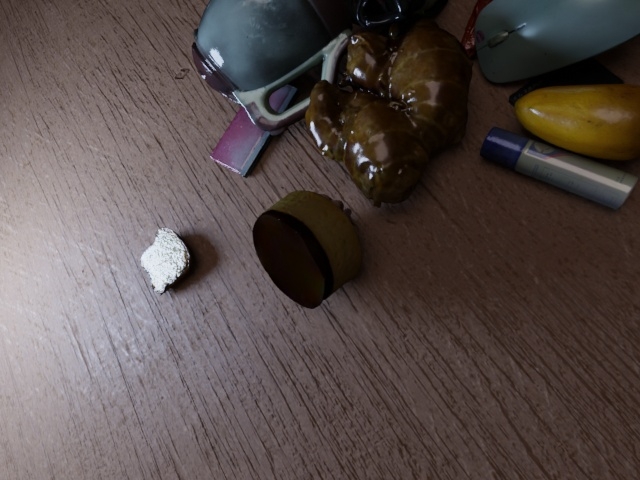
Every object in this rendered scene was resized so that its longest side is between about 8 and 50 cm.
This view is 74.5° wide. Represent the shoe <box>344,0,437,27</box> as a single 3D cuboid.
[{"bbox_3d":[0.110,-0.456,0.803,0.227,0.099,0.112,13,50,45],"label":"shoe"}]

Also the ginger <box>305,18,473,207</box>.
[{"bbox_3d":[0.135,-0.255,0.779,0.274,0.152,0.357,37,90,23],"label":"ginger"}]

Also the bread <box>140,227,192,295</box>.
[{"bbox_3d":[-0.335,0.044,0.927,0.126,0.044,0.129,-46,67,10],"label":"bread"}]

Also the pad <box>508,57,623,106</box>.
[{"bbox_3d":[0.437,-0.268,0.757,0.157,0.003,0.112,-36,65,7],"label":"pad"}]

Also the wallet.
[{"bbox_3d":[-0.153,-0.264,0.961,0.119,0.025,0.232,29,86,24],"label":"wallet"}]

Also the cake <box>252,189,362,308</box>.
[{"bbox_3d":[0.000,0.000,0.753,0.178,0.185,0.207,-30,38,-30],"label":"cake"}]

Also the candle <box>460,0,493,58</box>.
[{"bbox_3d":[0.297,-0.408,0.826,0.048,0.053,0.162,20,84,30],"label":"candle"}]

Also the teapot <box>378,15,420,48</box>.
[{"bbox_3d":[0.156,-0.408,0.861,0.129,0.078,0.098,-44,64,3],"label":"teapot"}]

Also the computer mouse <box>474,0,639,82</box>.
[{"bbox_3d":[0.402,-0.373,0.700,0.288,0.097,0.160,-8,99,34],"label":"computer mouse"}]

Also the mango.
[{"bbox_3d":[0.421,-0.194,0.664,0.219,0.145,0.113,22,117,24],"label":"mango"}]

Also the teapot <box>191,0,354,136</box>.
[{"bbox_3d":[-0.096,-0.399,0.870,0.312,0.233,0.315,-37,92,13],"label":"teapot"}]

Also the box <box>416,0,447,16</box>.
[{"bbox_3d":[0.107,-0.572,0.911,0.345,0.097,0.134,28,57,26],"label":"box"}]

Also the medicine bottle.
[{"bbox_3d":[0.387,-0.124,0.700,0.230,0.059,0.059,30,86,25],"label":"medicine bottle"}]
